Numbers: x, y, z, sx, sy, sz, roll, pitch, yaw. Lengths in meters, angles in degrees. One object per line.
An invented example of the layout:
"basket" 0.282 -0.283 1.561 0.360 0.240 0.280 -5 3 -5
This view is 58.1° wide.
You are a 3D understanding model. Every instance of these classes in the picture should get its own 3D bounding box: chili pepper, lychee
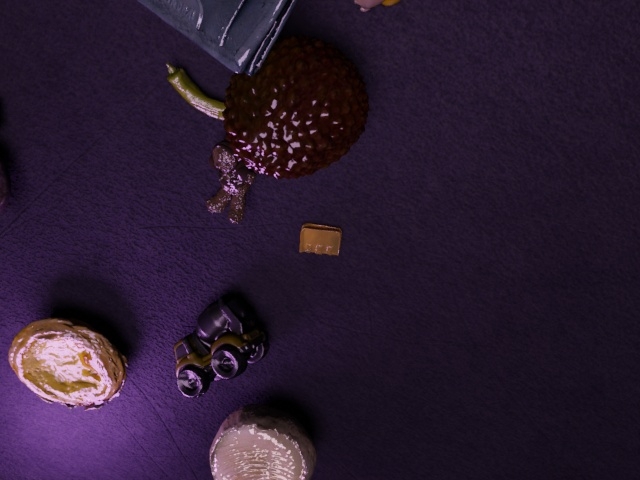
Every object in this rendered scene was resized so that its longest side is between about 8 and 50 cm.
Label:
"chili pepper" -0.198 -0.253 1.062 0.208 0.043 0.049 30 92 -15
"lychee" -0.046 -0.215 0.949 0.236 0.271 0.236 21 137 22

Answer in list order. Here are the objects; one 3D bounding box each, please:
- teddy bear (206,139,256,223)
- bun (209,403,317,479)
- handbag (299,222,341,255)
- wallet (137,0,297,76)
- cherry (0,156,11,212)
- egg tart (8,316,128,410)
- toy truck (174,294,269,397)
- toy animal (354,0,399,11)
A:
"teddy bear" -0.167 -0.120 1.110 0.119 0.078 0.160 29 131 30
"bun" -0.132 0.503 1.391 0.259 0.152 0.259 2 106 8
"handbag" 0.000 0.000 1.178 0.083 0.027 0.061 8 117 1
"wallet" -0.176 -0.429 0.853 0.342 0.075 0.237 39 107 18
"cherry" -0.700 -0.113 1.137 0.176 0.140 0.176 13 117 27
"egg tart" -0.586 0.282 1.361 0.279 0.095 0.279 2 123 2
"toy truck" -0.235 0.231 1.277 0.224 0.147 0.165 -32 86 23
"toy animal" 0.096 -0.422 0.922 0.114 0.091 0.082 -26 84 5
